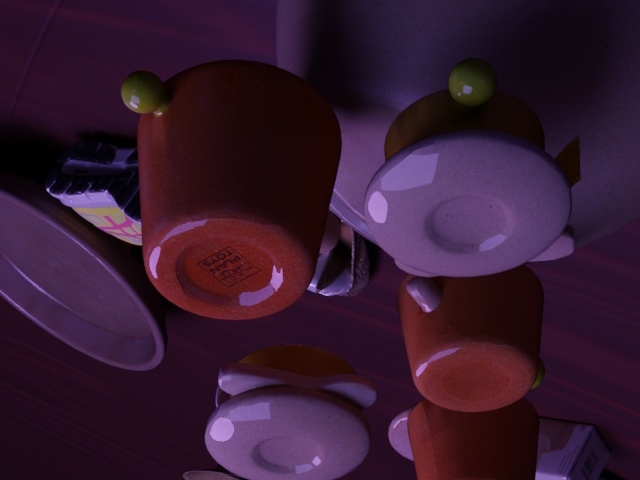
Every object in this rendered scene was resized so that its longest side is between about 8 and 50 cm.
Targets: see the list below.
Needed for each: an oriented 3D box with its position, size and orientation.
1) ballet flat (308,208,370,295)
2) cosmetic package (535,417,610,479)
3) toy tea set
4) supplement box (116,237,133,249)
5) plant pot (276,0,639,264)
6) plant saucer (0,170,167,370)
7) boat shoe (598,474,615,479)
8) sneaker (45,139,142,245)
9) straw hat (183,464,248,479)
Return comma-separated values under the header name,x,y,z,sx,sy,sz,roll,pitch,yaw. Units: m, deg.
name,x,y,z,sx,sy,sz,roll,pitch,yaw
ballet flat,0.000,0.000,1.082,0.073,0.067,0.206,23,150,19
cosmetic package,0.186,0.188,1.185,0.115,0.060,0.041,1,136,43
toy tea set,0.025,0.025,0.687,0.200,0.124,0.336,-4,139,6
supplement box,-0.221,-0.006,1.335,0.062,0.036,0.098,42,151,-13
plant pot,0.087,-0.094,0.719,0.284,0.191,0.284,26,151,15
plant saucer,-0.261,0.027,1.348,0.278,0.041,0.278,27,151,16
boat shoe,0.292,0.269,1.178,0.224,0.080,0.073,28,156,21
sneaker,-0.143,-0.033,1.184,0.208,0.081,0.094,15,154,43
straw hat,-0.082,0.259,1.574,0.145,0.061,0.144,11,159,4
